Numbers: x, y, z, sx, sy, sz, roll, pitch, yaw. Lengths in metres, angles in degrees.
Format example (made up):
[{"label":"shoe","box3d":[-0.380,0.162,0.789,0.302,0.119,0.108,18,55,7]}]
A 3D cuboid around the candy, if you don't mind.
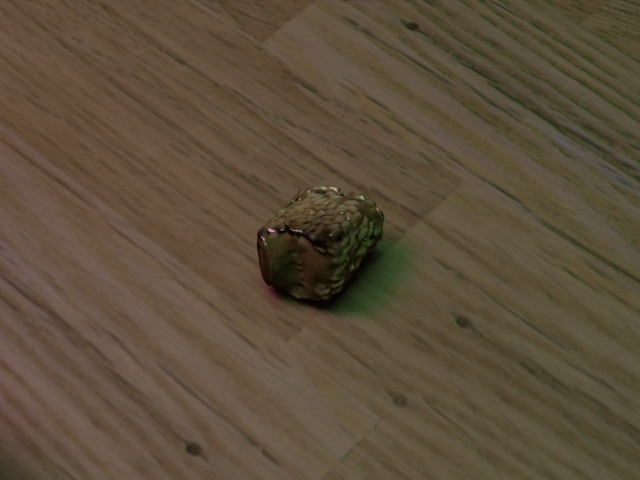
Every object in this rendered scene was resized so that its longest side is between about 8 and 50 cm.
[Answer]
[{"label":"candy","box3d":[0.000,0.000,1.222,0.095,0.085,0.110,18,45,21]}]
